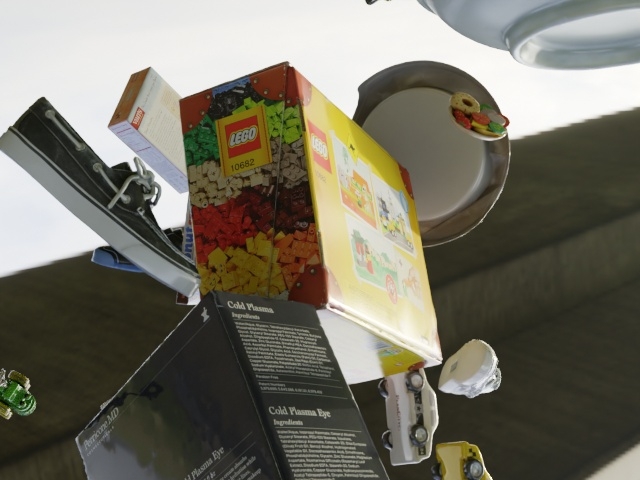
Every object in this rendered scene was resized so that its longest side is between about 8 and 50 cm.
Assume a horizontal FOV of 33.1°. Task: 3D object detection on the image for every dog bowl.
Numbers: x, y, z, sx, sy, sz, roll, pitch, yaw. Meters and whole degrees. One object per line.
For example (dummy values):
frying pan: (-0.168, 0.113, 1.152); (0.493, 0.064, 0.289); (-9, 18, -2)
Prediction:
dog bowl: (0.196, -0.162, 2.037); (0.349, 0.349, 0.102); (2, -177, 21)

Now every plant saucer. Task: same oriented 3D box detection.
plant saucer: (0.291, -0.245, 1.075); (0.400, 0.100, 0.400); (-4, 174, 0)

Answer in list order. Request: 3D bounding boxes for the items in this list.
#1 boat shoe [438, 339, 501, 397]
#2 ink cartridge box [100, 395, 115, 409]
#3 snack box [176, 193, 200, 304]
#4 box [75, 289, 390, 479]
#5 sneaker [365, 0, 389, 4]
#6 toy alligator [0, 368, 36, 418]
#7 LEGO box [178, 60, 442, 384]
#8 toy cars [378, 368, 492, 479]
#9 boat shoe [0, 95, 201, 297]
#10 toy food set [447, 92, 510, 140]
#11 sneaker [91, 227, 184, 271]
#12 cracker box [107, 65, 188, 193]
boat shoe: (0.219, 0.189, 1.507); (0.063, 0.066, 0.184); (19, 155, -5)
ink cartridge box: (-0.294, 0.451, 2.185); (0.129, 0.223, 0.307); (-33, -116, -4)
snack box: (-0.188, 0.007, 1.616); (0.022, 0.178, 0.064); (6, 178, 12)
box: (-0.114, 0.290, 1.335); (0.179, 0.343, 0.312); (11, -136, -43)
sneaker: (0.099, -0.376, 1.635); (0.031, 0.035, 0.083); (21, -128, 39)
toy alligator: (-0.410, 0.211, 1.451); (0.051, 0.056, 0.190); (31, 160, -3)
LEGO box: (0.000, 0.000, 1.705); (0.193, 0.372, 0.500); (-16, 159, 20)
toy cars: (0.210, 0.366, 1.853); (0.087, 0.176, 0.394); (4, -146, -31)
boat shoe: (-0.254, -0.056, 1.339); (0.105, 0.306, 0.113); (-50, 177, -6)
toy food set: (0.201, -0.155, 1.366); (0.082, 0.020, 0.083); (20, -147, -3)
sneaker: (-0.316, 0.017, 2.056); (0.232, 0.090, 0.081); (6, -178, -11)
cracker box: (-0.327, -0.230, 2.266); (0.067, 0.232, 0.156); (-13, -134, 36)
